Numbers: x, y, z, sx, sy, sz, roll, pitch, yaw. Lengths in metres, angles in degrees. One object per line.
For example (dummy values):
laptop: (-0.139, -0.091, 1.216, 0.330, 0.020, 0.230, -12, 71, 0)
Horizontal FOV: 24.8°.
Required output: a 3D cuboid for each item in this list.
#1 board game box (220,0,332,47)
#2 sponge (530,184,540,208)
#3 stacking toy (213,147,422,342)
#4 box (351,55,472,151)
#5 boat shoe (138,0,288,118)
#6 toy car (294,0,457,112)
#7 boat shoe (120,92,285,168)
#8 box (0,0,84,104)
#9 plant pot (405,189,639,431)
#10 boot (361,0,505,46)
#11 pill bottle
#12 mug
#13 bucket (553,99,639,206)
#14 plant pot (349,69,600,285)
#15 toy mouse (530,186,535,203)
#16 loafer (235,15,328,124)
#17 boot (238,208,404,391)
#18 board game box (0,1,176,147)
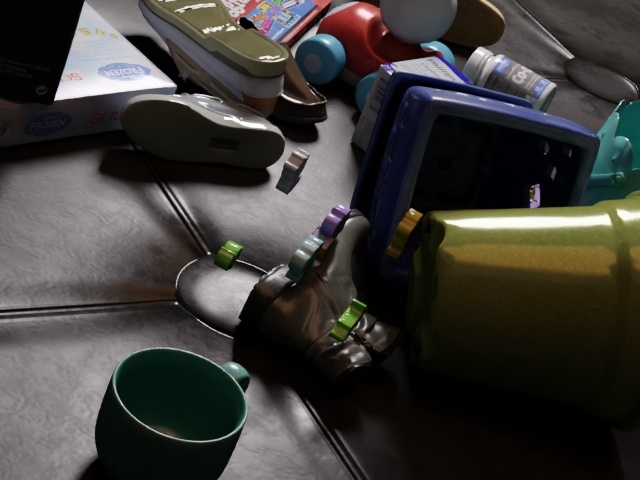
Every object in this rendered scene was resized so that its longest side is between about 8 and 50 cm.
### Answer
board game box: (-0.092, -0.352, 2.241, 0.145, 0.027, 0.281, 26, 32, 6)
sponge: (0.322, -0.019, 2.005, 0.117, 0.031, 0.210, 17, 33, -10)
stacking toy: (0.000, 0.000, 1.605, 0.167, 0.052, 0.221, 29, 42, 7)
box: (0.128, -0.181, 2.031, 0.137, 0.126, 0.072, -16, 47, -45)
boat shoe: (-0.160, -0.261, 1.988, 0.113, 0.103, 0.302, -11, 37, -34)
toy car: (0.114, -0.332, 2.142, 0.210, 0.238, 0.219, 33, 32, 15)
boat shoe: (-0.156, -0.147, 1.854, 0.227, 0.079, 0.081, 11, 26, -30)
box: (-0.357, -0.368, 1.709, 0.182, 0.294, 0.296, 12, 34, -17)
plant pot: (0.234, 0.066, 1.635, 0.254, 0.276, 0.276, 6, 34, -6)
boot: (0.196, -0.432, 2.488, 0.262, 0.095, 0.203, 18, 30, 0)
pill bottle: (0.293, -0.243, 2.277, 0.137, 0.078, 0.078, 31, 32, 13)
mug: (-0.131, 0.178, 1.352, 0.157, 0.097, 0.129, 5, 35, -28)
bucket: (0.436, -0.031, 1.905, 0.281, 0.183, 0.281, 29, 31, -19)
plant pot: (0.174, -0.076, 1.803, 0.236, 0.236, 0.212, 10, 19, -20)
toy mouse: (0.225, -0.065, 1.998, 0.143, 0.031, 0.161, -1, 21, 12)
loafer: (-0.070, -0.240, 2.036, 0.220, 0.078, 0.080, 41, 35, 26)
boot: (0.029, 0.073, 1.647, 0.161, 0.083, 0.246, 36, 41, 11)
board game box: (-0.401, -0.241, 1.835, 0.318, 0.066, 0.318, -13, 47, -44)
